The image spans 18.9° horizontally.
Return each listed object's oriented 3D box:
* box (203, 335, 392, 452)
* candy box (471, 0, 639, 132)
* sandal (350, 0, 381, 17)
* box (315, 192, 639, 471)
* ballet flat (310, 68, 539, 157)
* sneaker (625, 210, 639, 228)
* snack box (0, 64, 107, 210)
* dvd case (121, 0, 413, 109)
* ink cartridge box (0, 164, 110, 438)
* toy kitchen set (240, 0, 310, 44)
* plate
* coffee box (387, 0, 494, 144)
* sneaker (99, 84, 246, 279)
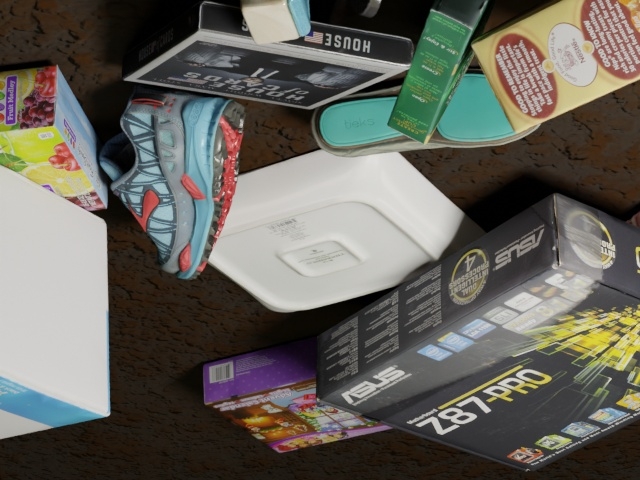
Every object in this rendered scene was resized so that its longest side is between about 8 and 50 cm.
[{"bbox_3d":[0.034,0.175,2.315,0.293,0.057,0.201,-15,152,22],"label":"box"},{"bbox_3d":[0.293,-0.196,1.472,0.316,0.087,0.183,-23,-175,35],"label":"candy box"},{"bbox_3d":[0.054,-0.222,1.398,0.040,0.179,0.067,22,128,-10],"label":"sandal"},{"bbox_3d":[0.235,0.109,2.054,0.318,0.097,0.395,23,143,-31],"label":"box"},{"bbox_3d":[0.097,-0.116,1.751,0.213,0.072,0.068,-5,-179,6],"label":"ballet flat"},{"bbox_3d":[0.316,0.006,2.012,0.070,0.051,0.134,-5,158,-8],"label":"sneaker"},{"bbox_3d":[-0.315,-0.081,1.756,0.207,0.070,0.174,-5,155,9],"label":"snack box"},{"bbox_3d":[-0.050,-0.150,1.599,0.179,0.029,0.238,8,172,-19],"label":"dvd case"},{"bbox_3d":[-0.359,0.073,1.767,0.270,0.198,0.197,-14,157,24],"label":"ink cartridge box"},{"bbox_3d":[0.007,-0.255,1.382,0.166,0.122,0.207,-8,153,9],"label":"toy kitchen set"},{"bbox_3d":[0.000,0.000,1.978,0.277,0.045,0.278,-15,150,25],"label":"plate"},{"bbox_3d":[0.109,-0.170,1.572,0.040,0.113,0.184,26,151,4],"label":"coffee box"},{"bbox_3d":[-0.143,-0.064,1.803,0.125,0.104,0.262,19,145,4],"label":"sneaker"}]
